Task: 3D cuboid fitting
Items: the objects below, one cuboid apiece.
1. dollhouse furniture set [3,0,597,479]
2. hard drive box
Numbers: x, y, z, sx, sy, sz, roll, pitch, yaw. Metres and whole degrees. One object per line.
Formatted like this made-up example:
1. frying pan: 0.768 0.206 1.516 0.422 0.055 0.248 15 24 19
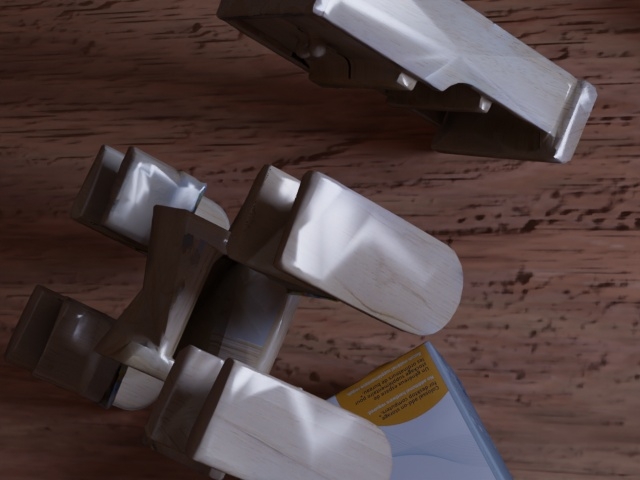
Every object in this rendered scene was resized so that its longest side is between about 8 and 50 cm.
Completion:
1. dollhouse furniture set: 0.000 0.000 1.195 0.362 0.256 0.394 10 75 59
2. hard drive box: 0.064 0.222 1.149 0.181 0.089 0.232 -31 56 5
